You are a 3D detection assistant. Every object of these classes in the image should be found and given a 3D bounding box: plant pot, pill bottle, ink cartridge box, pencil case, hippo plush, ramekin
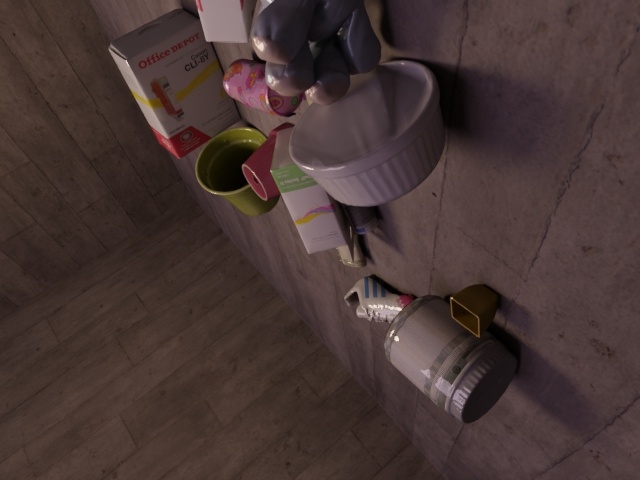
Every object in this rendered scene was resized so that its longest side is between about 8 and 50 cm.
[{"bbox_3d":[-0.267,-0.221,1.795,0.276,0.276,0.254,44,172,29],"label":"plant pot"},{"bbox_3d":[0.097,-0.092,1.323,0.078,0.078,0.137,27,149,57],"label":"pill bottle"},{"bbox_3d":[-0.473,-0.517,1.662,0.160,0.279,0.385,39,159,38],"label":"ink cartridge box"},{"bbox_3d":[-0.150,-0.405,1.306,0.284,0.124,0.124,32,153,49],"label":"pencil case"},{"bbox_3d":[-0.177,-0.524,0.972,0.159,0.092,0.218,89,-176,-63],"label":"ink cartridge box"},{"bbox_3d":[-0.010,-0.112,1.344,0.207,0.119,0.354,-87,-21,-50],"label":"ink cartridge box"},{"bbox_3d":[-0.053,-0.391,0.834,0.236,0.234,0.294,43,156,38],"label":"hippo plush"},{"bbox_3d":[0.091,-0.178,0.869,0.273,0.273,0.127,33,166,50],"label":"ramekin"},{"bbox_3d":[-0.127,-0.221,1.496,0.201,0.180,0.201,48,164,19],"label":"plant pot"},{"bbox_3d":[0.349,0.146,1.106,0.081,0.083,0.081,38,157,40],"label":"plant pot"}]

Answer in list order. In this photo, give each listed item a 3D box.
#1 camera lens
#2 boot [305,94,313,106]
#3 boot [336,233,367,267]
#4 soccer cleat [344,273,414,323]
[{"bbox_3d":[0.313,0.285,1.243,0.274,0.219,0.219,38,158,42],"label":"camera lens"},{"bbox_3d":[0.048,-0.283,1.054,0.262,0.095,0.204,37,156,53],"label":"boot"},{"bbox_3d":[0.058,-0.006,1.610,0.213,0.077,0.165,31,155,46],"label":"boot"},{"bbox_3d":[0.202,0.218,1.547,0.331,0.143,0.116,28,150,55],"label":"soccer cleat"}]
